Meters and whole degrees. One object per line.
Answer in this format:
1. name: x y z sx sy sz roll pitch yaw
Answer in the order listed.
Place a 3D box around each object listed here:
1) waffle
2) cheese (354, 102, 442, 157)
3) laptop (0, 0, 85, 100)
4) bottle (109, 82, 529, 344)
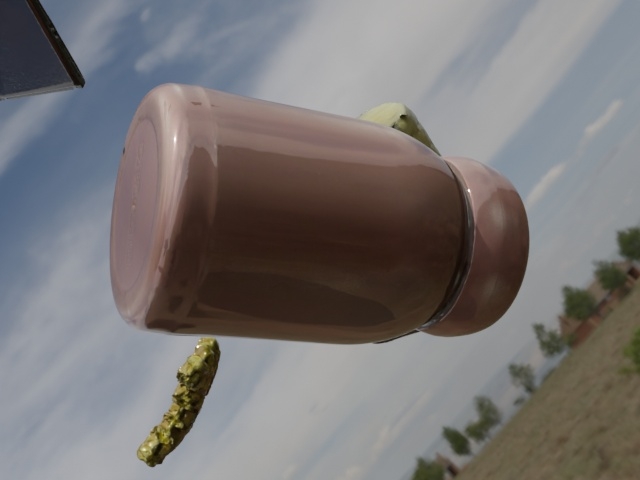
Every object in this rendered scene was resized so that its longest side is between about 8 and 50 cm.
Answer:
1. waffle: -0.196 0.234 1.353 0.194 0.051 0.149 -63 -3 25
2. cheese: 0.096 -0.060 1.017 0.093 0.167 0.123 -30 23 18
3. laptop: -0.435 -0.273 1.322 0.026 0.207 0.154 -51 -52 -39
4. bottle: 0.000 0.000 0.702 0.296 0.173 0.206 6 -39 -25
